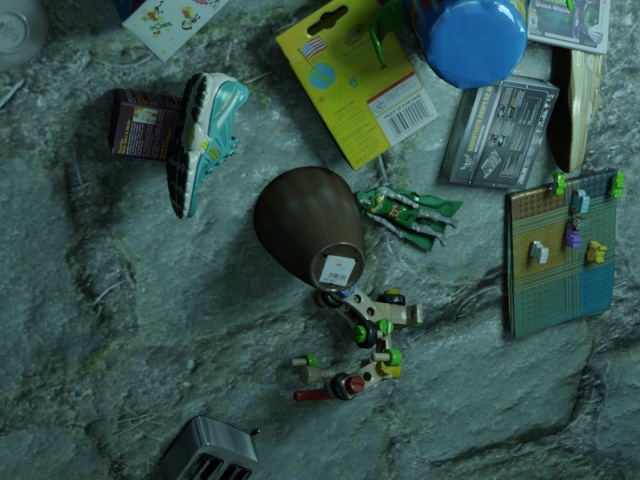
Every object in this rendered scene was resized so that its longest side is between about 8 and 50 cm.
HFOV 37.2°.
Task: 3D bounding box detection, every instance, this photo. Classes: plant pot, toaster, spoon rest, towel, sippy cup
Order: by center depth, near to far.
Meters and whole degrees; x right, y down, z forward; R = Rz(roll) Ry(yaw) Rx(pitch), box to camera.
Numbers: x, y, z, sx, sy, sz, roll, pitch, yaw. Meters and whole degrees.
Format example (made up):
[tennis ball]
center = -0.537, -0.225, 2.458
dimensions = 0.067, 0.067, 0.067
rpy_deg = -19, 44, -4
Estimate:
[spoon rest]
center = -0.570, -0.306, 1.590
dimensions = 0.137, 0.084, 0.276
rpy_deg = 41, 87, -32
[sippy cup]
center = 0.252, -0.377, 1.602
dimensions = 0.240, 0.224, 0.305
rpy_deg = 31, 123, -21
[plant pot]
center = 0.000, 0.000, 1.843
dimensions = 0.215, 0.230, 0.215
rpy_deg = -8, 120, -14
[toaster]
center = -0.237, 0.486, 2.103
dimensions = 0.168, 0.110, 0.186
rpy_deg = 29, 105, -30
[towel]
center = 0.545, 0.030, 2.154
dimensions = 0.271, 0.040, 0.370
rpy_deg = -14, 119, -12

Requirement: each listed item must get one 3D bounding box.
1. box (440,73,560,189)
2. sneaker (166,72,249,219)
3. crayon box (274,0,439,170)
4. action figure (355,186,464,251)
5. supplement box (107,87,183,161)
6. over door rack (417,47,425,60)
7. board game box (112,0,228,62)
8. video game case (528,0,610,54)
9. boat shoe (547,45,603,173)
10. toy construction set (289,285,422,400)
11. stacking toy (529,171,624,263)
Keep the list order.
[box]
center = 0.365, -0.223, 1.943
dimensions = 0.183, 0.056, 0.231
rpy_deg = 4, 116, -20
[sneaker]
center = -0.198, -0.158, 1.674
dimensions = 0.110, 0.107, 0.275
rpy_deg = 6, 116, -32
[crayon box]
center = 0.065, -0.314, 1.780
dimensions = 0.202, 0.081, 0.318
rpy_deg = -32, 123, 1
[action figure]
center = 0.172, -0.056, 1.973
dimensions = 0.232, 0.063, 0.137
rpy_deg = 19, 114, -22
[supplement box]
center = -0.283, -0.204, 1.726
dimensions = 0.188, 0.081, 0.104
rpy_deg = 6, 116, -22
[over door rack]
center = 0.272, -0.497, 1.716
dimensions = 0.324, 0.108, 0.239
rpy_deg = -24, 125, 20
[board game box]
center = -0.195, -0.453, 1.534
dimensions = 0.303, 0.224, 0.097
rpy_deg = -44, 123, 7
[video game case]
center = 0.474, -0.457, 1.825
dimensions = 0.190, 0.022, 0.173
rpy_deg = 6, 86, -21
[boat shoe]
center = 0.530, -0.283, 1.938
dimensions = 0.098, 0.109, 0.302
rpy_deg = -10, 114, -13
[toy construction set]
center = 0.100, 0.235, 2.034
dimensions = 0.237, 0.257, 0.309
rpy_deg = 4, 138, -33
[stacking toy]
center = 0.557, -0.049, 2.071
dimensions = 0.167, 0.052, 0.221
rpy_deg = 0, 114, -20
